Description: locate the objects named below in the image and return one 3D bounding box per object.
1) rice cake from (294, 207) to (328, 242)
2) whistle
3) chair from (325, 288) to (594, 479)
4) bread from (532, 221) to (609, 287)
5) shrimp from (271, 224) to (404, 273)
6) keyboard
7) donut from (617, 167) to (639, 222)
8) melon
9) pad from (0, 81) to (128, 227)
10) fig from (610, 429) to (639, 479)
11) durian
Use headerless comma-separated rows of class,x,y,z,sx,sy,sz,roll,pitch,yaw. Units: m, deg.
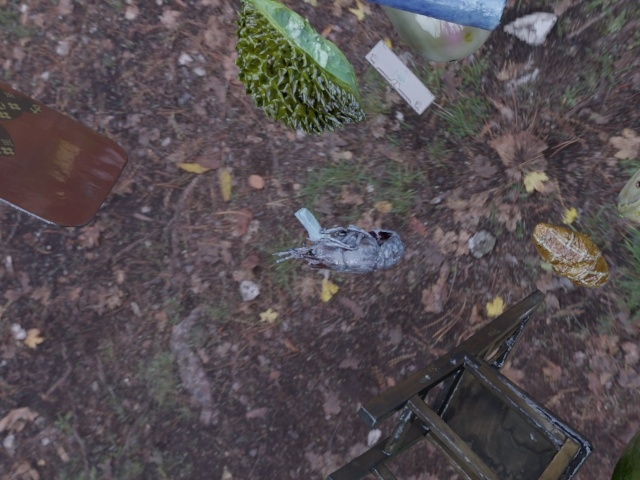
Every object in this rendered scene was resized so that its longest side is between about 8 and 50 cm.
rice cake,0.000,0.000,1.916,0.042,0.030,0.180,-39,100,-15
whistle,0.087,-0.331,1.013,0.304,0.062,0.062,12,99,-8
chair,0.249,0.273,1.096,0.240,0.416,0.203,41,134,28
bread,0.553,0.041,1.712,0.233,0.076,0.105,33,123,-23
shrimp,0.023,0.010,0.945,0.165,0.065,0.057,5,131,-15
keyboard,0.161,-0.330,1.616,0.166,0.017,0.055,43,83,-14
donut,0.661,-0.104,1.555,0.068,0.174,0.174,40,104,-5
melon,0.243,-0.524,1.671,0.223,0.223,0.317,-27,109,15
pad,-0.288,-0.102,0.623,0.267,0.181,0.004,28,114,-13
fig,0.375,0.300,0.816,0.195,0.245,0.195,25,128,37
durian,-0.038,-0.338,1.628,0.163,0.394,0.198,-34,48,31
